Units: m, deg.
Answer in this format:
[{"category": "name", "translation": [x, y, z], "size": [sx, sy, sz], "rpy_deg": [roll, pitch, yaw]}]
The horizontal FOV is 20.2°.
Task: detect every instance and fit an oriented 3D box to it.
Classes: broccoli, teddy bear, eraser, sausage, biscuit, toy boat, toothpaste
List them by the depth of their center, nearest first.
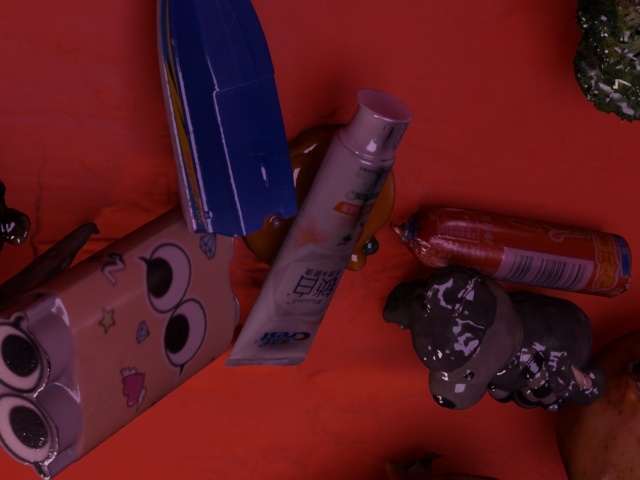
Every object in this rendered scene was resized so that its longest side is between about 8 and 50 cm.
[{"category": "eraser", "translation": [-0.190, 0.083, 1.681], "size": [0.290, 0.087, 0.171], "rpy_deg": [-34, 126, -50]}, {"category": "toy boat", "translation": [-0.304, 0.078, 1.683], "size": [0.282, 0.206, 0.096], "rpy_deg": [-43, 94, -16]}, {"category": "toy boat", "translation": [-0.101, -0.156, 1.696], "size": [0.129, 0.088, 0.295], "rpy_deg": [-25, 108, -51]}, {"category": "broccoli", "translation": [0.393, -0.233, 1.773], "size": [0.308, 0.275, 0.308], "rpy_deg": [-29, 144, -24]}, {"category": "toothpaste", "translation": [0.000, 0.000, 1.773], "size": [0.100, 0.066, 0.323], "rpy_deg": [0, 127, -38]}, {"category": "biscuit", "translation": [0.003, -0.030, 1.819], "size": [0.170, 0.050, 0.170], "rpy_deg": [-7, 114, -17]}, {"category": "teddy bear", "translation": [0.155, 0.107, 1.870], "size": [0.251, 0.171, 0.144], "rpy_deg": [17, 84, -36]}, {"category": "sausage", "translation": [0.197, 0.010, 1.896], "size": [0.274, 0.074, 0.074], "rpy_deg": [8, 108, -23]}]

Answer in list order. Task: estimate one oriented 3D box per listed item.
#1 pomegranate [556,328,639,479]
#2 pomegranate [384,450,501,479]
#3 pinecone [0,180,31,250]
[{"category": "pomegranate", "translation": [0.384, 0.217, 1.942], "size": [0.264, 0.264, 0.264], "rpy_deg": [-8, 113, -18]}, {"category": "pomegranate", "translation": [0.125, 0.378, 1.910], "size": [0.319, 0.319, 0.319], "rpy_deg": [-8, 113, -18]}, {"category": "pinecone", "translation": [-0.391, -0.020, 1.583], "size": [0.272, 0.224, 0.224], "rpy_deg": [0, 112, 0]}]
